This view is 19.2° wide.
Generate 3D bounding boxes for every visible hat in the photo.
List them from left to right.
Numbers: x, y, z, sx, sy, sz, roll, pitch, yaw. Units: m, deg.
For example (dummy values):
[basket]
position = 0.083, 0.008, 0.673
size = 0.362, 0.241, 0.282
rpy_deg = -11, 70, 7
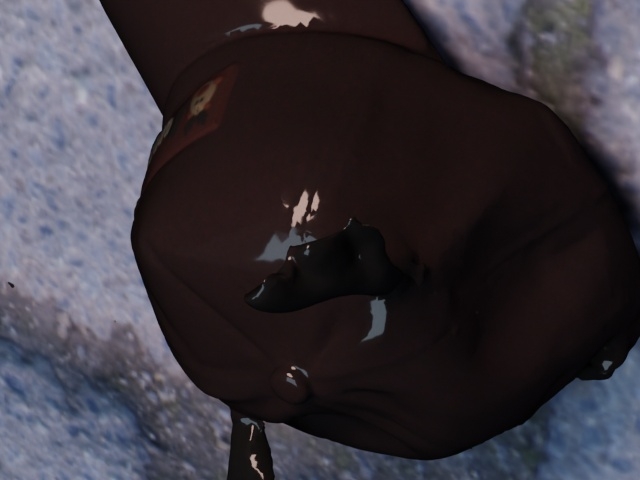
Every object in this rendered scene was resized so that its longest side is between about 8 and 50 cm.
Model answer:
[hat]
position = -0.029, -0.004, 0.905
size = 0.336, 0.209, 0.238
rpy_deg = 45, 139, 5
